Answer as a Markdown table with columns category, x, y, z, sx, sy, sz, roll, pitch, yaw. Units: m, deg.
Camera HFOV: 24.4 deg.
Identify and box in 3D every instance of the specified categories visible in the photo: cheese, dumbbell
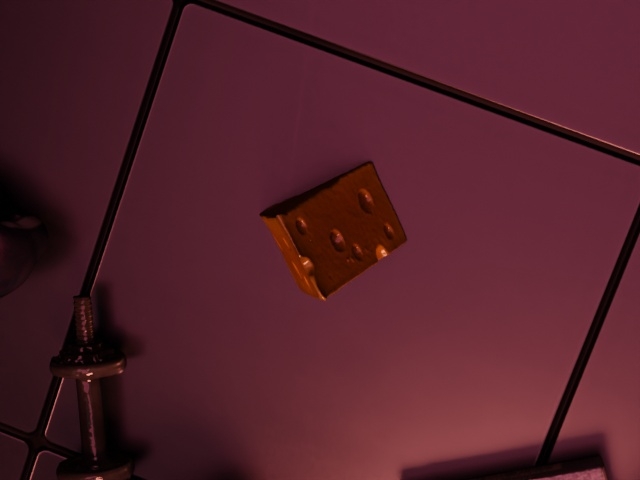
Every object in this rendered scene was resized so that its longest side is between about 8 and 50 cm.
| category | x | y | z | sx | sy | sz | roll | pitch | yaw |
| --- | --- | --- | --- | --- | --- | --- | --- | --- | --- |
| cheese | 0.000 | 0.000 | 1.408 | 0.126 | 0.171 | 0.093 | -24 | 94 | 12 |
| dumbbell | -0.236 | 0.181 | 1.520 | 0.082 | 0.081 | 0.254 | -2 | 98 | 9 |

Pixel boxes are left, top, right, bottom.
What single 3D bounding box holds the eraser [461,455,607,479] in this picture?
| category | x | y | z | sx | sy | sz | roll | pitch | yaw |
| --- | --- | --- | --- | --- | --- | --- | --- | --- | --- |
| eraser | 0.188 | 0.280 | 1.486 | 0.213 | 0.046 | 0.091 | -11 | 97 | 11 |

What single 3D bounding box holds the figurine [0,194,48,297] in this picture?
| category | x | y | z | sx | sy | sz | roll | pitch | yaw |
| --- | --- | --- | --- | --- | --- | --- | --- | --- | --- |
| figurine | -0.387 | -0.013 | 1.482 | 0.222 | 0.145 | 0.145 | 15 | 101 | 11 |
